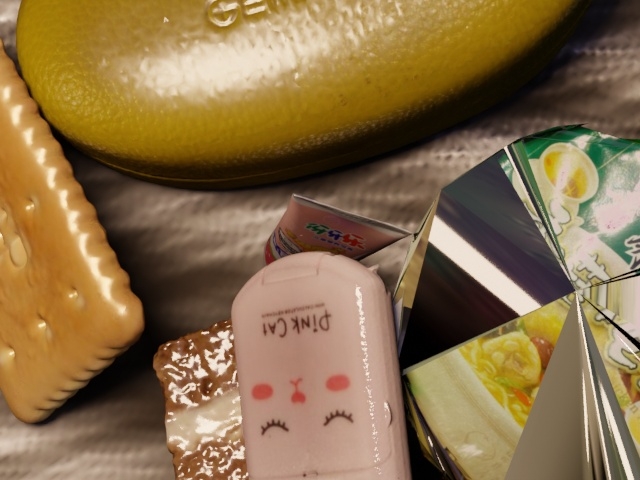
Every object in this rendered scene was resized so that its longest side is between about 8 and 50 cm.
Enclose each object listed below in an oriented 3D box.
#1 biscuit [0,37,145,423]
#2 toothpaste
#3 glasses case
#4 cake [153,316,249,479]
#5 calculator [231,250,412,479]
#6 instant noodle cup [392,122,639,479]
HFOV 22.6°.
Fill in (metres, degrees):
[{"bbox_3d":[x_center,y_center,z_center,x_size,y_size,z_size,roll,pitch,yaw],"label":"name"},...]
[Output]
[{"bbox_3d":[-0.204,-0.019,0.990,0.030,0.160,0.250,-20,77,-44],"label":"biscuit"},{"bbox_3d":[0.000,0.000,0.936,0.067,0.194,0.043,19,79,-7],"label":"toothpaste"},{"bbox_3d":[0.001,-0.138,0.986,0.371,0.141,0.173,-17,81,2],"label":"glasses case"},{"bbox_3d":[-0.016,0.117,0.949,0.134,0.135,0.147,-23,77,4],"label":"cake"},{"bbox_3d":[0.001,0.093,0.850,0.100,0.032,0.175,-12,81,37],"label":"calculator"},{"bbox_3d":[0.155,0.061,0.924,0.240,0.178,0.240,-1,81,4],"label":"instant noodle cup"}]
